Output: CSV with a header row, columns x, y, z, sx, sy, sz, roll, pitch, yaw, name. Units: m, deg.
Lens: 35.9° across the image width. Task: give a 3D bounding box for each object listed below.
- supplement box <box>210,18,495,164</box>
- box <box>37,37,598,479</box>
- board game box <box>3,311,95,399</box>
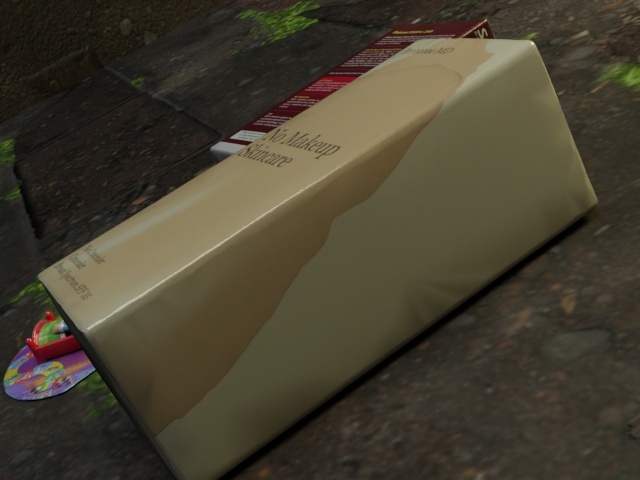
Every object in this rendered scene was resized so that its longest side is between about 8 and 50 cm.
x,y,z,sx,sy,sz,roll,pitch,yaw,name
0.036,-0.109,0.876,0.239,0.073,0.130,-36,25,-19,supplement box
0.000,0.000,0.617,0.311,0.121,0.148,-34,23,-17,box
-0.192,0.062,0.807,0.169,0.033,0.133,-36,25,-23,board game box
